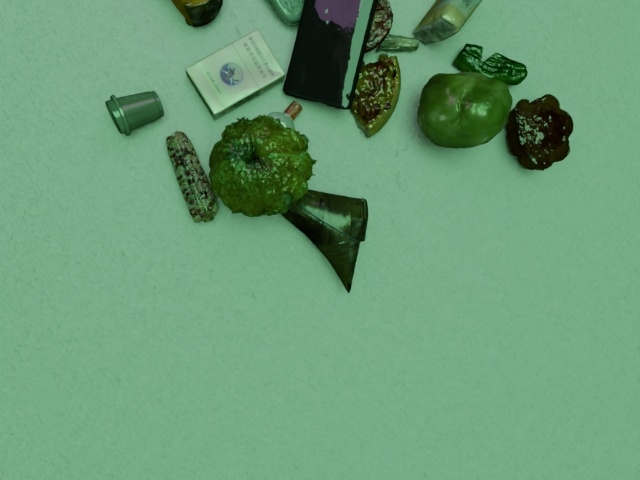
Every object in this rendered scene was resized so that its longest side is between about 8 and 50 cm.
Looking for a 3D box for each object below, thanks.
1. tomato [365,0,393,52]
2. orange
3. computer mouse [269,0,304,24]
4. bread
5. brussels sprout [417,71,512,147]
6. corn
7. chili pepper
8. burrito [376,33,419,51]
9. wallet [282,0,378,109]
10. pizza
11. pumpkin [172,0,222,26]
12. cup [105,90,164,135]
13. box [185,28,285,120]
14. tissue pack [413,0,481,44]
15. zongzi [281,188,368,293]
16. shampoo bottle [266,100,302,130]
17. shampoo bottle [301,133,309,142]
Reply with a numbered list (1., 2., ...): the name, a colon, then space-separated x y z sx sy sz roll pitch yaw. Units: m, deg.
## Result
1. tomato: 0.116 -0.703 1.631 0.224 0.085 0.225 0 92 -1
2. orange: -0.169 -0.204 1.432 0.301 0.223 0.300 30 81 10
3. computer mouse: -0.119 -0.818 1.585 0.159 0.097 0.289 -37 111 -12
4. bread: 0.747 -0.362 1.734 0.231 0.135 0.247 -14 92 -12
5. brussels sprout: 0.441 -0.418 1.605 0.273 0.317 0.243 -18 121 9
6. corn: -0.388 -0.186 1.528 0.092 0.092 0.281 -23 89 -11
7. chili pepper: 0.575 -0.587 1.733 0.253 0.083 0.099 17 85 -6
8. burrito: 0.256 -0.650 1.685 0.149 0.041 0.055 -3 103 -11
9. wallet: 0.035 -0.625 1.562 0.228 0.062 0.407 16 101 6
10. pizza: 0.150 -0.492 1.642 0.228 0.081 0.290 21 87 -10
11. pumpkin: -0.424 -0.745 1.500 0.280 0.139 0.190 1 88 -10
12. cup: -0.538 -0.381 1.488 0.141 0.120 0.120 -29 95 -22
13. box: -0.258 -0.506 1.561 0.256 0.069 0.164 -32 94 -9
14. tissue pack: 0.423 -0.748 1.650 0.090 0.186 0.222 41 81 -21
15. zongzi: 0.000 0.000 1.578 0.285 0.138 0.300 9 89 -9
16. shampoo bottle: -0.138 -0.342 1.595 0.108 0.051 0.221 39 82 -4
17. shampoo bottle: -0.107 -0.244 1.593 0.065 0.065 0.205 39 82 -9
